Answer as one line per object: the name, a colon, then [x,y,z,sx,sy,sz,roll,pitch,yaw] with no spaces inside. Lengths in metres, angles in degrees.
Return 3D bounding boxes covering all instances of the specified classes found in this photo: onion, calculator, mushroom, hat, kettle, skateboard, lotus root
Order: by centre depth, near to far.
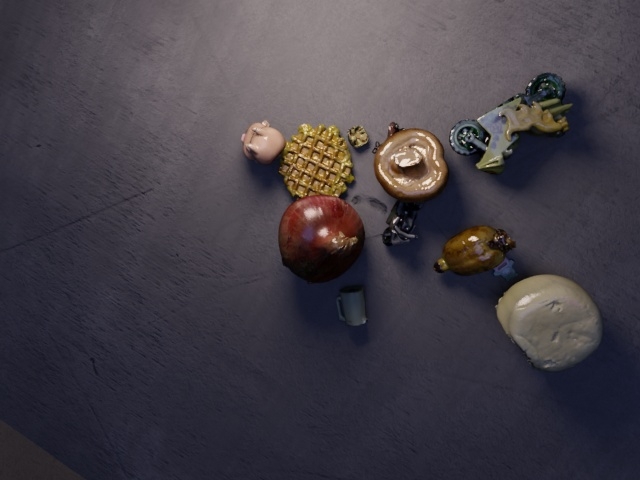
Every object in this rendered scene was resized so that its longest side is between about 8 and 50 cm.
mushroom: [0.329,-0.268,1.553,0.278,0.146,0.279,-3,79,14]
lotus root: [0.566,0.041,1.619,0.314,0.141,0.170,-24,88,27]
skateboard: [0.254,-0.377,1.653,0.080,0.067,0.152,31,102,36]
calculator: [0.691,0.093,1.663,0.094,0.019,0.141,-41,89,13]
onion: [0.004,-0.002,1.666,0.353,0.353,0.354,2,100,12]
hat: [0.140,-0.400,1.676,0.076,0.059,0.077,-26,99,-1]
kettle: [0.124,0.269,1.775,0.126,0.098,0.148,-7,102,8]

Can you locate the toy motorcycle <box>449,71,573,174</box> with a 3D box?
toy motorcycle: [0.669,-0.389,1.508,0.410,0.169,0.237,-31,94,15]

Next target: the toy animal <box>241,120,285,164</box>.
toy animal: [-0.220,-0.374,1.667,0.154,0.250,0.167,31,97,-28]

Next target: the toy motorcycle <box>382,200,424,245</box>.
toy motorcycle: [0.325,-0.083,1.642,0.106,0.159,0.271,27,107,-16]

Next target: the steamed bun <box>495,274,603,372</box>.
steamed bun: [0.815,0.278,1.561,0.311,0.233,0.334,-29,101,13]

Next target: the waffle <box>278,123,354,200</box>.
waffle: [-0.025,-0.300,1.723,0.301,0.068,0.325,-20,93,14]
